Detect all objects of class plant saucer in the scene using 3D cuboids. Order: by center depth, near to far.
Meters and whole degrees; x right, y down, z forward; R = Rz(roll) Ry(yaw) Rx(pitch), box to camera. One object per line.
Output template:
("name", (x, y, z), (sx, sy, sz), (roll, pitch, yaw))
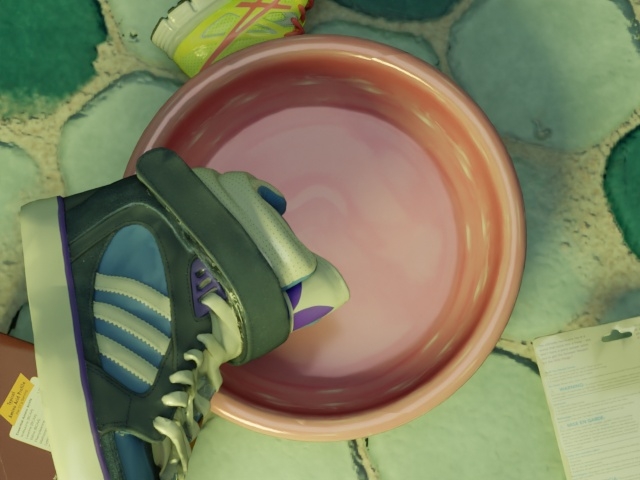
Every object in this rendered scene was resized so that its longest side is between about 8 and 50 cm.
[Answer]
("plant saucer", (0.000, 0.000, 1.347), (0.332, 0.084, 0.332), (0, 80, 0))

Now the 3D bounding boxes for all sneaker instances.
("sneaker", (-0.084, 0.080, 1.187), (0.236, 0.130, 0.323), (-9, 55, -9))
("sneaker", (-0.036, -0.198, 1.399), (0.208, 0.081, 0.094), (-35, 88, 0))

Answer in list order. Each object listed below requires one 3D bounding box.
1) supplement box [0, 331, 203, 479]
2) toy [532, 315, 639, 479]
("supplement box", (-0.217, 0.188, 1.291), (0.194, 0.129, 0.191), (19, 79, 4))
("toy", (0.262, 0.184, 1.325), (0.137, 0.056, 0.237), (-12, 75, -4))
